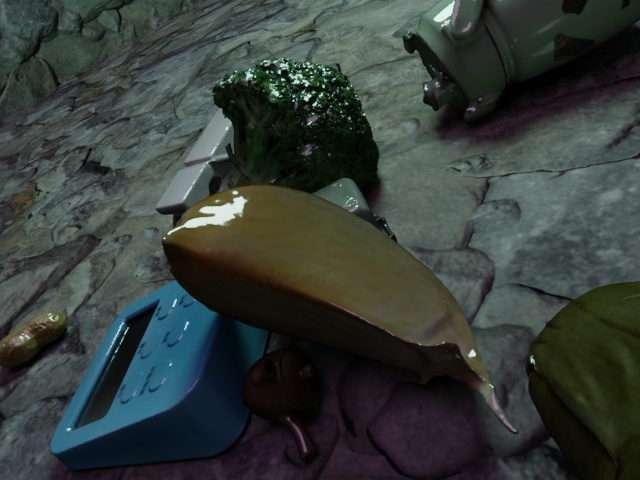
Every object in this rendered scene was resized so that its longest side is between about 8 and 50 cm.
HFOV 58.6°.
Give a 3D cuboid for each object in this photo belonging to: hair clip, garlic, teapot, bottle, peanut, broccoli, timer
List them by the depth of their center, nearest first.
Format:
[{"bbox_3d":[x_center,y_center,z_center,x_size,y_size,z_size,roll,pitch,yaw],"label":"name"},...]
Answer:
[{"bbox_3d":[0.018,0.066,0.548,0.338,0.151,0.196,27,18,10],"label":"garlic"},{"bbox_3d":[-0.038,0.159,0.555,0.080,0.085,0.111,-30,56,27],"label":"teapot"},{"bbox_3d":[-0.193,0.138,0.673,0.249,0.091,0.232,-17,37,21],"label":"timer"},{"bbox_3d":[-0.043,-0.147,0.841,0.269,0.261,0.242,44,100,15],"label":"broccoli"},{"bbox_3d":[-0.430,0.146,0.851,0.113,0.054,0.054,-38,36,-15],"label":"peanut"},{"bbox_3d":[0.287,-0.340,0.862,0.351,0.229,0.229,-31,34,8],"label":"bottle"},{"bbox_3d":[-0.178,-0.138,1.008,0.085,0.101,0.331,-1,45,27],"label":"hair clip"}]

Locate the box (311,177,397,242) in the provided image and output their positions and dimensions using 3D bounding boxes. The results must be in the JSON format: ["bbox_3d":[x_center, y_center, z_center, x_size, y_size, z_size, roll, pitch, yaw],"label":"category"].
[{"bbox_3d":[0.000,0.000,0.706,0.172,0.093,0.124,-26,31,2],"label":"box"}]

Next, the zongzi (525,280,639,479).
[{"bbox_3d":[0.181,0.084,0.242,0.174,0.393,0.356,-45,30,8],"label":"zongzi"}]
